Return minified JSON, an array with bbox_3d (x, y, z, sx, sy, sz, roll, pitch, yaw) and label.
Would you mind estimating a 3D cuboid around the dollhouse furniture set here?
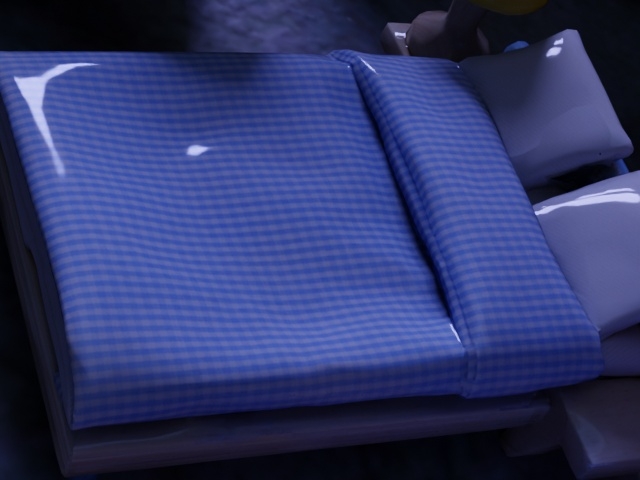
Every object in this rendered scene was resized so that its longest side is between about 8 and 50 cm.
[{"bbox_3d":[0.000,0.000,0.321,0.286,0.198,0.303,0,52,-26],"label":"dollhouse furniture set"}]
